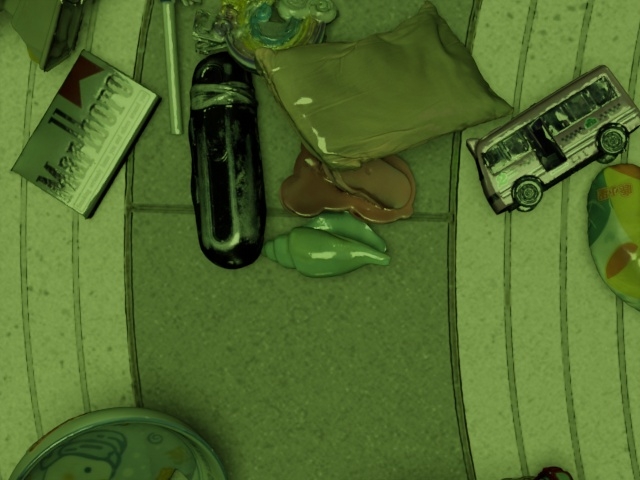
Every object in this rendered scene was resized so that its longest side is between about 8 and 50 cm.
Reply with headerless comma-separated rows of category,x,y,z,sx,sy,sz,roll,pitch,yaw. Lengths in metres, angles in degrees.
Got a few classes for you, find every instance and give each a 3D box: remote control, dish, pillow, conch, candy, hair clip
remote control,-0.115,-0.099,1.538,0.090,0.066,0.266,-5,85,4
dish,-0.255,0.299,1.547,0.273,0.134,0.273,-8,116,-17
pillow,0.427,-0.019,1.497,0.233,0.086,0.214,-29,79,8
conch,0.001,0.006,1.548,0.180,0.088,0.065,2,136,15
candy,-0.184,-0.309,1.538,0.124,0.124,0.366,-2,101,6
pillow,0.075,-0.180,1.479,0.270,0.067,0.173,-21,75,-25
hair clip,0.036,-0.071,1.535,0.138,0.102,0.123,26,70,-31
hair clip,-0.065,-0.246,1.530,0.172,0.049,0.116,3,72,1

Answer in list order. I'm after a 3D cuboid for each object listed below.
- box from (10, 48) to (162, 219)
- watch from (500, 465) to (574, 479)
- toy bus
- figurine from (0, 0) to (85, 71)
box,-0.287,-0.130,1.577,0.115,0.036,0.178,32,95,4
watch,0.170,0.323,1.478,0.268,0.165,0.102,-4,91,-3
toy bus,0.270,-0.114,1.495,0.198,0.096,0.108,-31,85,4
figurine,-0.390,-0.351,1.526,0.308,0.143,0.309,7,62,-13
